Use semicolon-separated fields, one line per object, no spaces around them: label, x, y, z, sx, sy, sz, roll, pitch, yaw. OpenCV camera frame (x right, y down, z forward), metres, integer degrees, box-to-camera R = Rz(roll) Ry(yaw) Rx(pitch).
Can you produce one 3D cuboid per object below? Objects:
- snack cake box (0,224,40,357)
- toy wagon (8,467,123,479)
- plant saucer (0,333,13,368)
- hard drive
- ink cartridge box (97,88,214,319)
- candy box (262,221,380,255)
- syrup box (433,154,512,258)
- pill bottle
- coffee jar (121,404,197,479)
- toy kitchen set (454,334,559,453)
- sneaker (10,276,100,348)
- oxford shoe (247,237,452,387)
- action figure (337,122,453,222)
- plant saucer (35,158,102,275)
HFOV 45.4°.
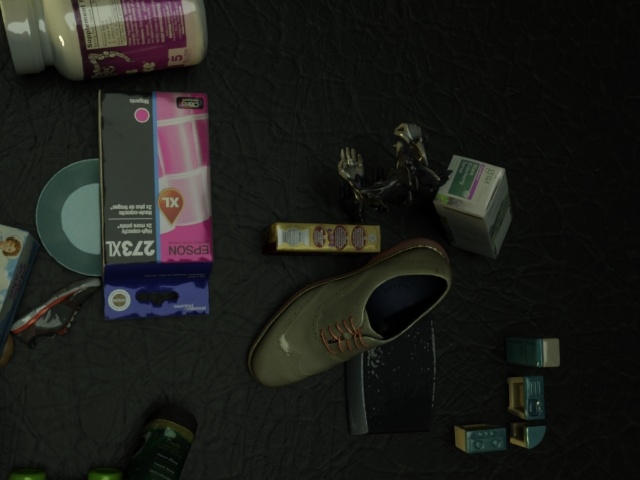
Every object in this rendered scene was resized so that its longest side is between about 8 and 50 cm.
snack cake box;-0.544;0.100;1.149;0.152;0.089;0.264;14;73;-5
toy wagon;-0.444;0.494;1.184;0.345;0.068;0.267;5;84;-17
plant saucer;-0.525;0.167;1.200;0.083;0.015;0.083;0;94;1
hard drive;0.133;0.225;1.392;0.172;0.054;0.254;2;85;-17
ink cartridge box;-0.269;-0.059;1.252;0.176;0.069;0.370;-1;88;-18
candy box;0.000;0.000;1.341;0.187;0.109;0.053;0;85;-17
syrup box;0.275;-0.055;1.361;0.096;0.237;0.093;19;78;23
pill bottle;-0.347;-0.348;1.234;0.302;0.169;0.169;-12;89;-17
coffee jar;-0.260;0.355;1.206;0.079;0.096;0.184;32;48;-18
toy kitchen set;0.340;0.283;1.415;0.166;0.122;0.207;0;85;-17
sneaker;-0.417;0.117;1.236;0.158;0.061;0.064;-32;105;-7
oxford shoe;0.040;0.131;1.271;0.397;0.146;0.140;-36;101;9
action figure;0.111;-0.115;1.298;0.164;0.276;0.140;-19;87;-17
plant saucer;-0.368;-0.037;1.269;0.195;0.037;0.194;1;85;-18
